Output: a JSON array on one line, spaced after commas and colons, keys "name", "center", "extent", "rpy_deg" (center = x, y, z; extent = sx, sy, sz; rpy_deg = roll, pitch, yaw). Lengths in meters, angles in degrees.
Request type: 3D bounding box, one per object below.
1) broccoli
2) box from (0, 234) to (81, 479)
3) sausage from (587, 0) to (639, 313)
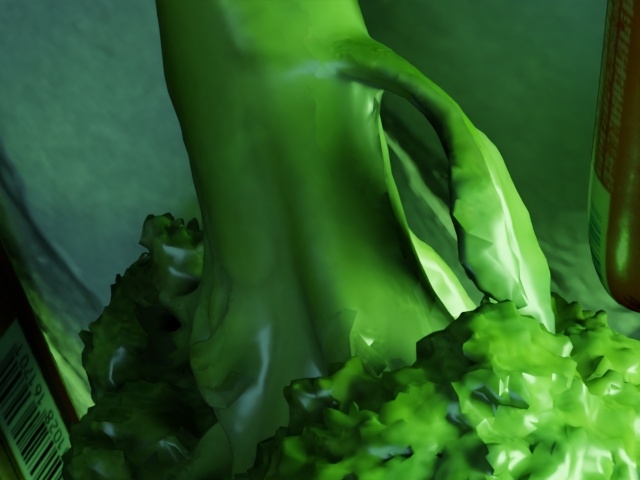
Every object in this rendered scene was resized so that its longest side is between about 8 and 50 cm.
[{"name": "broccoli", "center": [0.012, 0.029, 0.610], "extent": [0.186, 0.302, 0.254], "rpy_deg": [5, 147, -18]}, {"name": "box", "center": [-0.202, 0.043, 0.772], "extent": [0.159, 0.071, 0.240], "rpy_deg": [0, 127, 28]}, {"name": "sausage", "center": [0.122, -0.069, 0.544], "extent": [0.083, 0.083, 0.264], "rpy_deg": [12, 132, 15]}]
